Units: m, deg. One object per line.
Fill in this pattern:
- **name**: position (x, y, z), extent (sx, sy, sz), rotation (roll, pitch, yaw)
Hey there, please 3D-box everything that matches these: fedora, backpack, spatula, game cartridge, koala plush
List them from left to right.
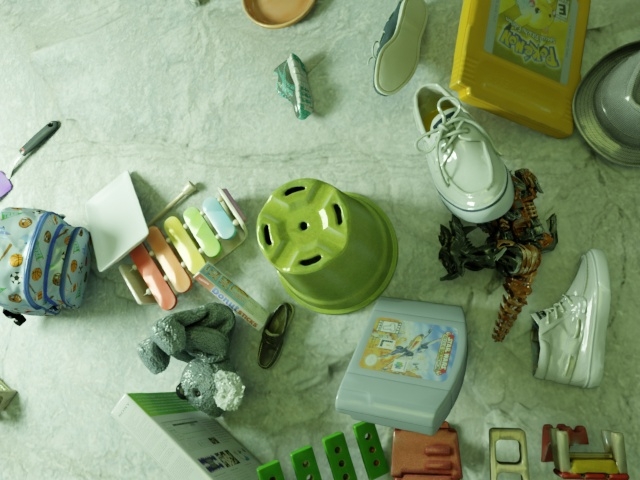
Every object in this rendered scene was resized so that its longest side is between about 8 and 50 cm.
- **spatula**: position (-0.808, -0.212, 1.548), extent (0.296, 0.030, 0.084), rotation (-45, 71, 2)
- **backpack**: position (-0.646, 0.049, 1.320), extent (0.213, 0.263, 0.277), rotation (1, 77, 0)
- **koala plush**: position (-0.236, 0.260, 1.201), extent (0.203, 0.196, 0.221), rotation (-18, 73, -35)
- **game cartridge**: position (0.165, 0.213, 1.060), extent (0.198, 0.062, 0.297), rotation (2, 33, 22)
- **game cartridge**: position (0.404, -0.396, 1.150), extent (0.285, 0.052, 0.324), rotation (14, 79, -20)
- **fedora**: position (0.632, -0.281, 1.085), extent (0.275, 0.124, 0.244), rotation (-29, 77, 0)

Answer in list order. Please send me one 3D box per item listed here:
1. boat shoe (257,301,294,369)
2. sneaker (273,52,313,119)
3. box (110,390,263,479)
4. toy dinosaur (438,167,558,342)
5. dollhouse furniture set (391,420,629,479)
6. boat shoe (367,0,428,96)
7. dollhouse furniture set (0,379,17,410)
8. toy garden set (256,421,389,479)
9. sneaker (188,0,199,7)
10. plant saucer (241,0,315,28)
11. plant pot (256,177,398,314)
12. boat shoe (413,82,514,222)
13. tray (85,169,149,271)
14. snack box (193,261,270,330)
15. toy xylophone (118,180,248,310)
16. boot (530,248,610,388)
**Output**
- **boat shoe**: position (-0.103, 0.201, 1.242), extent (0.056, 0.049, 0.152), rotation (16, 83, 18)
- **sneaker**: position (-0.067, -0.351, 1.361), extent (0.076, 0.065, 0.167), rotation (-21, 69, 28)
- **box**: position (-0.230, 0.417, 1.133), extent (0.322, 0.232, 0.058), rotation (37, 89, 21)
- **toy dinosaur**: position (0.347, 0.019, 1.112), extent (0.218, 0.164, 0.322), rotation (5, 61, 2)
- **dollhouse furniture set**: position (0.308, 0.401, 1.010), extent (0.374, 0.201, 0.152), rotation (-2, 77, 9)
- **boat shoe**: position (0.164, -0.425, 1.283), extent (0.095, 0.079, 0.255), rotation (20, 75, -22)
- **dollhouse furniture set**: position (-0.865, 0.376, 1.392), extent (0.182, 0.101, 0.161), rotation (33, 88, 20)
- **toy garden set**: position (0.017, 0.481, 1.107), extent (0.244, 0.049, 0.204), rotation (-16, 87, -21)
- **sneaker**: position (-0.339, -0.676, 1.508), extent (0.061, 0.054, 0.152), rotation (-24, 72, 7)
- **plant saucer**: position (-0.096, -0.609, 1.432), extent (0.199, 0.037, 0.200), rotation (-3, 77, 16)
- **plant pot**: position (0.000, 0.000, 1.151), extent (0.276, 0.254, 0.276), rotation (-3, 77, 15)
- **boat shoe**: position (0.249, -0.195, 1.089), extent (0.135, 0.156, 0.367), rotation (-25, 41, 17)
- **tray**: position (-0.479, -0.048, 1.372), extent (0.145, 0.030, 0.270), rotation (-38, 47, 5)
- **snack box**: position (-0.187, 0.118, 1.240), extent (0.178, 0.064, 0.022), rotation (41, 110, -6)
- **toy xylophone**: position (-0.322, -0.001, 1.334), extent (0.323, 0.081, 0.236), rotation (-45, 70, 2)
- **boot**: position (0.455, 0.137, 1.072), extent (0.123, 0.095, 0.258), rotation (6, 80, 10)
